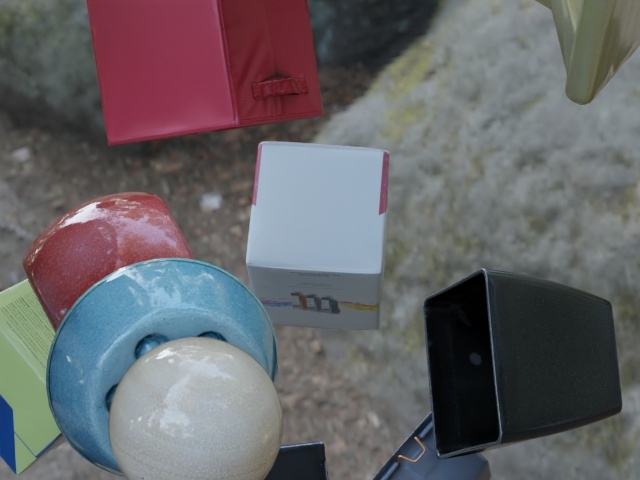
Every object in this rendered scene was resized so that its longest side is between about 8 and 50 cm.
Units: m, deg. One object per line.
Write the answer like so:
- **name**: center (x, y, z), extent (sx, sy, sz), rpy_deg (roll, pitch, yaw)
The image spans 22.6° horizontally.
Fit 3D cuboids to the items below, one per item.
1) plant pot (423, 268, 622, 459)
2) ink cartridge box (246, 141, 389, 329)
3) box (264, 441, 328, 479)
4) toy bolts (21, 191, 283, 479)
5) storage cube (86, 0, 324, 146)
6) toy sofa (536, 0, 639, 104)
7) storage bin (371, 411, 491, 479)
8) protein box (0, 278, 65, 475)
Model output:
- **plant pot**: center (0.230, 0.140, 1.783), extent (0.167, 0.188, 0.187), rpy_deg (1, -13, -17)
- **ink cartridge box**: center (0.000, 0.000, 1.551), extent (0.127, 0.176, 0.128), rpy_deg (3, 70, 2)
- **box**: center (-0.055, 0.249, 1.286), extent (0.093, 0.156, 0.158), rpy_deg (-4, -10, -22)
- **toy bolts**: center (-0.106, 0.105, 0.589), extent (0.228, 0.218, 0.158), rpy_deg (-31, 21, -7)
- **storage cube**: center (-0.129, -0.219, 1.823), extent (0.215, 0.193, 0.183), rpy_deg (-7, 4, 33)
- **toy sofa**: center (0.066, -0.256, 0.906), extent (0.362, 0.150, 0.177), rpy_deg (35, 65, 21)
- **storage bin**: center (0.134, 0.279, 1.889), extent (0.091, 0.098, 0.135), rpy_deg (35, 73, 26)
- **protein box**: center (-0.376, 0.168, 2.139), extent (0.136, 0.200, 0.201), rpy_deg (-42, -4, 27)
